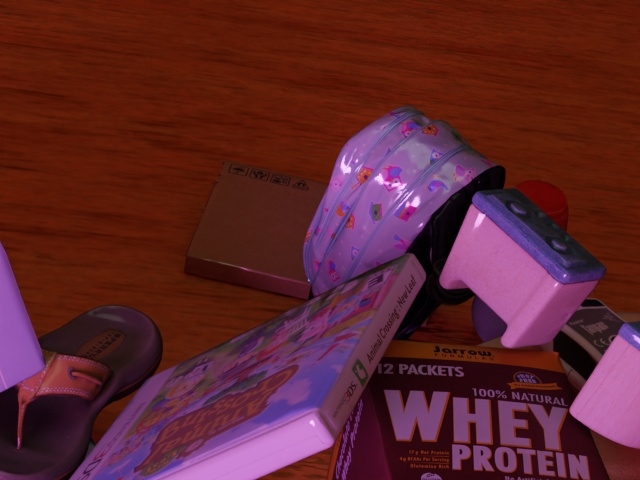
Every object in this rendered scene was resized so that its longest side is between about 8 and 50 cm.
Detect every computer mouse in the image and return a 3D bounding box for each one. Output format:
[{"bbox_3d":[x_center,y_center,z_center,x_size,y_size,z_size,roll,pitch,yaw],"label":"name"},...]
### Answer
[{"bbox_3d":[0.165,0.066,1.186,0.106,0.042,0.193,-9,38,-42],"label":"computer mouse"}]

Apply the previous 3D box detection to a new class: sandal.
[{"bbox_3d":[-0.159,0.084,1.120,0.090,0.060,0.219,23,30,16],"label":"sandal"}]

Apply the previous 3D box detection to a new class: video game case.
[{"bbox_3d":[-0.052,0.095,1.036,0.212,0.023,0.193,-26,15,28],"label":"video game case"}]

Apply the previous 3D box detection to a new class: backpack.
[{"bbox_3d":[0.060,-0.008,1.352,0.115,0.182,0.152,36,52,13],"label":"backpack"}]

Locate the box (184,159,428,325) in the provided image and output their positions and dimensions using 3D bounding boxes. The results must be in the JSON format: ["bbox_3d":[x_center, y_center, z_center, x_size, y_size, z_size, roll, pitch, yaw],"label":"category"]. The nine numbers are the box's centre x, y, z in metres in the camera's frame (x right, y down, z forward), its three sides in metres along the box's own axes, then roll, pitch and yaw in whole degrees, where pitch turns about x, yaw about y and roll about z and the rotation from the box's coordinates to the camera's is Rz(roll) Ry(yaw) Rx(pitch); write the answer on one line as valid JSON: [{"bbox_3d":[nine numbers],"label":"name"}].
[{"bbox_3d":[0.000,0.000,1.505,0.201,0.021,0.164,13,32,2],"label":"box"}]

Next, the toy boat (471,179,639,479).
[{"bbox_3d":[0.187,0.103,1.298,0.267,0.148,0.318,-4,40,-14],"label":"toy boat"}]

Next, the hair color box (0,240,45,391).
[{"bbox_3d":[-0.372,0.073,1.046,0.374,0.114,0.185,-27,42,-17],"label":"hair color box"}]

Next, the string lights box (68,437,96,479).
[{"bbox_3d":[-0.211,0.150,1.126,0.133,0.077,0.260,-5,34,-29],"label":"string lights box"}]

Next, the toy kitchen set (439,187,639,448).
[{"bbox_3d":[0.207,0.019,1.094,0.207,0.122,0.166,-2,39,-48],"label":"toy kitchen set"}]

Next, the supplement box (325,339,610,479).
[{"bbox_3d":[0.078,0.190,1.038,0.129,0.191,0.194,5,30,-11],"label":"supplement box"}]
